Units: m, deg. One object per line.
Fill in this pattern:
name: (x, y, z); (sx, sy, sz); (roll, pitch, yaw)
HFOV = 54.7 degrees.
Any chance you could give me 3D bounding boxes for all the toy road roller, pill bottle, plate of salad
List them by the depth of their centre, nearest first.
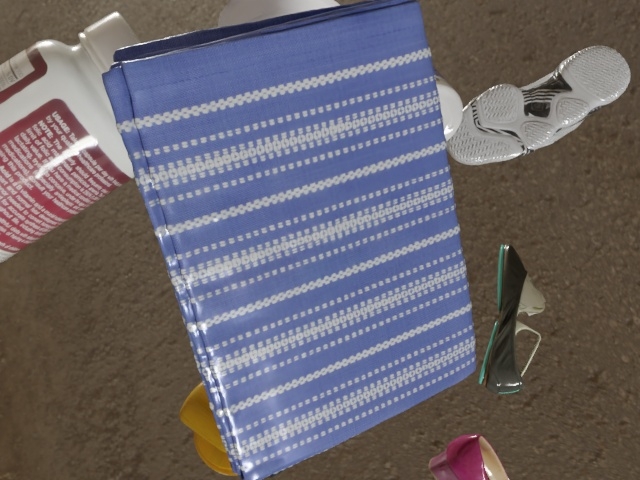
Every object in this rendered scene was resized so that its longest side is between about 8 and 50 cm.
plate of salad: (-0.035, -0.256, 0.811); (0.200, 0.200, 0.048); (-9, 52, 32)
pill bottle: (-0.398, -0.139, 0.880); (0.392, 0.224, 0.224); (-34, 51, -5)
pill bottle: (0.148, -0.238, 1.009); (0.112, 0.112, 0.186); (-37, 36, 15)
toy road roller: (-0.135, 0.314, 1.263); (0.202, 0.240, 0.329); (25, 84, 27)

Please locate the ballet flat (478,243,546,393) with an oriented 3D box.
ballet flat: (0.364, 0.147, 1.156); (0.096, 0.095, 0.280); (9, 82, 16)

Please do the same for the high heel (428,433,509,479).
high heel: (0.442, 0.603, 1.441); (0.181, 0.377, 0.127); (-52, 3, 43)

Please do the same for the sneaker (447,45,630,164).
sneaker: (0.399, -0.232, 1.209); (0.366, 0.210, 0.137); (-27, 83, -4)

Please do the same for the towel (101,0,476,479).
towel: (0.000, 0.000, 0.480); (0.243, 0.336, 0.040); (-20, 19, -20)
